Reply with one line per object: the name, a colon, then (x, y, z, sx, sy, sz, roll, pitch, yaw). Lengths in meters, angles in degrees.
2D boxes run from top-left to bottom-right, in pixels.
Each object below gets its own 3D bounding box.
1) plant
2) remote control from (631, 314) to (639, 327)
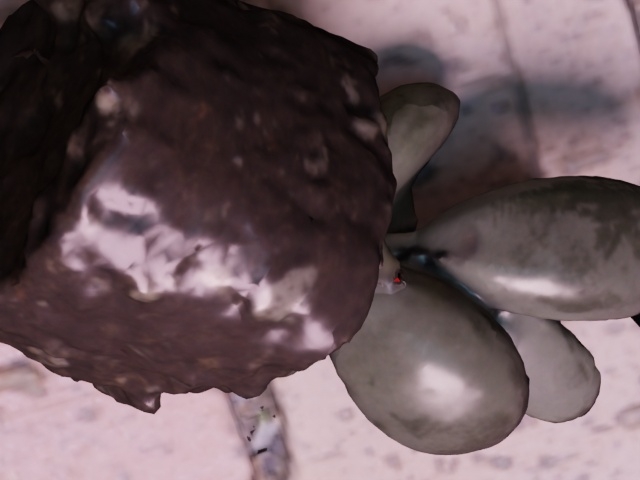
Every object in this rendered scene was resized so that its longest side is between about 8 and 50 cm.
plant: (-0.002, 0.000, 0.656, 0.274, 0.149, 0.146, 18, 152, -31)
remote control: (0.303, -0.069, 0.704, 0.399, 0.062, 0.144, -43, 111, 10)
